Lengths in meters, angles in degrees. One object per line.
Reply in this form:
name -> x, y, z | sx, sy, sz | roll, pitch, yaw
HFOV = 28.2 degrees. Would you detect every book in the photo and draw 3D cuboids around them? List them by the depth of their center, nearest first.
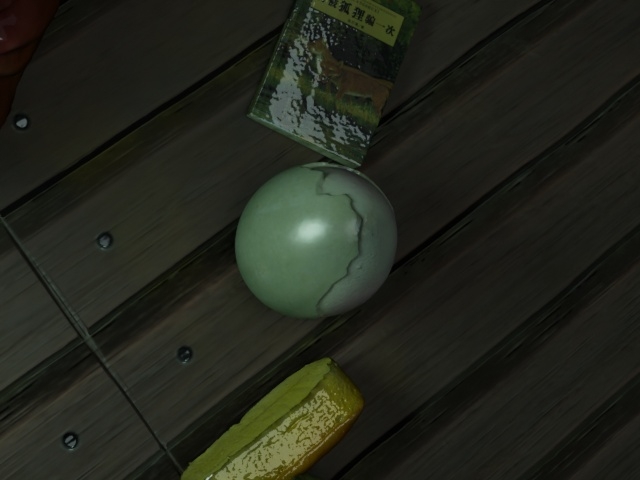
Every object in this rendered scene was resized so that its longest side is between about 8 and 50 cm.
book -> 0.020, -0.224, 1.594 | 0.160, 0.024, 0.228 | 25, 81, -16

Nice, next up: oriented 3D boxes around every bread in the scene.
bread -> -0.051, 0.244, 1.514 | 0.245, 0.102, 0.094 | -40, 99, -19

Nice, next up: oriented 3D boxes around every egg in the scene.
egg -> 0.000, 0.000, 1.478 | 0.183, 0.217, 0.183 | 2, 85, -21

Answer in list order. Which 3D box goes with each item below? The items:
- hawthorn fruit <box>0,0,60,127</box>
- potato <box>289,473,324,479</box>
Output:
hawthorn fruit -> -0.496, -0.252, 1.206 | 0.472, 0.472, 0.471 | 1, 88, -21
potato -> -0.029, 0.475, 1.483 | 0.280, 0.213, 0.330 | -36, 83, 6
